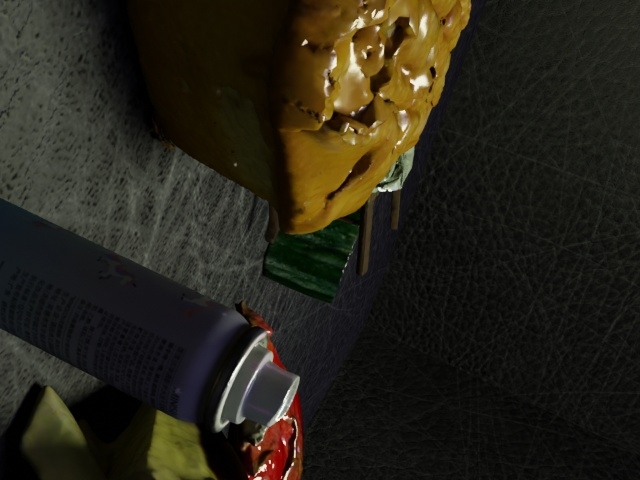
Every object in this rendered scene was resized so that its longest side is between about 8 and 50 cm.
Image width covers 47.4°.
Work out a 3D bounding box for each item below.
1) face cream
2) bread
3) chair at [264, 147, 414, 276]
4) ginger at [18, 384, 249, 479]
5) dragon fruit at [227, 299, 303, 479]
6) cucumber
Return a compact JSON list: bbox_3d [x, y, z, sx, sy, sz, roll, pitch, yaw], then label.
[{"bbox_3d":[-0.123,0.050,0.448,0.075,0.230,0.075,-61,169,-20],"label":"face cream"},{"bbox_3d":[0.015,-0.209,0.599,0.398,0.215,0.398,-60,167,-24],"label":"bread"},{"bbox_3d":[0.036,-0.130,0.949,0.160,0.186,0.319,-52,156,-46],"label":"chair"},{"bbox_3d":[-0.210,0.300,0.762,0.358,0.211,0.413,-117,-143,-48],"label":"ginger"},{"bbox_3d":[-0.074,0.276,0.892,0.343,0.100,0.282,104,-10,-53],"label":"dragon fruit"},{"bbox_3d":[-0.004,0.009,1.239,0.191,0.130,0.191,25,90,-84],"label":"cucumber"}]
